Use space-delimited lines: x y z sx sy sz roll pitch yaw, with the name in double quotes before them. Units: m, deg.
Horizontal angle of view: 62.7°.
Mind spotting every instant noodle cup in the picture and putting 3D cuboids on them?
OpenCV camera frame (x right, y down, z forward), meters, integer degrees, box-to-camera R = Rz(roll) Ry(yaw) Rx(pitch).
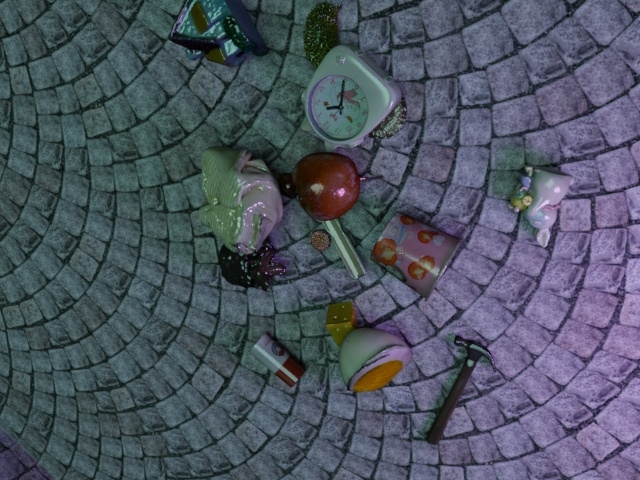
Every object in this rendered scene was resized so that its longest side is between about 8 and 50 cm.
"instant noodle cup" 0.310 0.038 1.724 0.231 0.243 0.243 31 110 13

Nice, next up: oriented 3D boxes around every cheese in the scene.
"cheese" 0.087 0.330 1.935 0.093 0.126 0.171 -9 120 11

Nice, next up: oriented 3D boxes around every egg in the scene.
"egg" 0.181 0.406 1.868 0.264 0.286 0.174 -42 52 14

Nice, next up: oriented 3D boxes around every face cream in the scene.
"face cream" -0.165 0.461 2.024 0.214 0.096 0.096 40 110 2

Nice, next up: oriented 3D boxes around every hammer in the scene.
"hammer" 0.483 0.557 1.901 0.168 0.044 0.440 24 109 10

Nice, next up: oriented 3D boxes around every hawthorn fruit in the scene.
"hawthorn fruit" 0.022 -0.194 1.732 0.231 0.235 0.263 44 103 10

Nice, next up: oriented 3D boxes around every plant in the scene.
"plant" -0.243 0.077 1.899 0.234 0.204 0.178 4 115 25

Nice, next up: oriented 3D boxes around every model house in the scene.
"model house" -0.348 -0.651 1.691 0.248 0.280 0.230 -29 93 14

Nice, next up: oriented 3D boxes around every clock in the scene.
"clock" 0.073 -0.439 1.695 0.265 0.108 0.324 44 124 -1

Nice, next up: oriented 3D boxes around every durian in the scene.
"durian" -0.001 -0.663 1.695 0.137 0.095 0.221 9 101 13

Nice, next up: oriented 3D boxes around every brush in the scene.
"brush" 0.071 -0.014 1.869 0.060 0.050 0.321 -30 87 23

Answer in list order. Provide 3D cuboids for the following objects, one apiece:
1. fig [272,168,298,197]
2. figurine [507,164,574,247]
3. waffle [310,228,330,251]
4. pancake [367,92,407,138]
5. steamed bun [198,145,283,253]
"fig" -0.119 -0.210 1.859 0.089 0.089 0.125 -52 59 20
"figurine" 0.674 -0.106 1.637 0.155 0.127 0.236 9 110 -6
"waffle" 0.000 0.000 1.896 0.075 0.029 0.083 -3 106 19
"pancake" 0.190 -0.433 1.738 0.199 0.021 0.199 4 105 15
"steamed bun" -0.260 -0.141 1.828 0.346 0.237 0.394 -28 75 51
